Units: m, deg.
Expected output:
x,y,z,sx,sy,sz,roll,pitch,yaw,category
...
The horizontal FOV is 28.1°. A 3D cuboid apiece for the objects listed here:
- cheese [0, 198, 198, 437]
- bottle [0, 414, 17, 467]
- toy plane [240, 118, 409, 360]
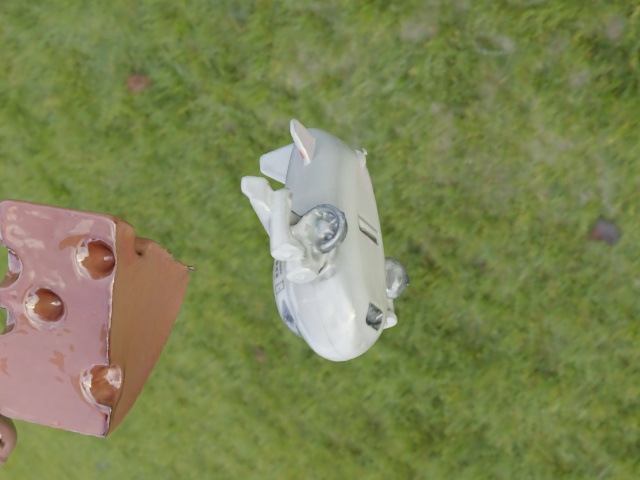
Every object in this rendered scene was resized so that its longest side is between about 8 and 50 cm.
x,y,z,sx,sy,sz,roll,pitch,yaw,category
-0.211,0.079,1.131,0.128,0.177,0.203,10,168,15,cheese
-0.456,0.286,1.460,0.120,0.253,0.120,44,175,5,bottle
0.004,-0.001,1.239,0.118,0.252,0.252,-20,107,21,toy plane
